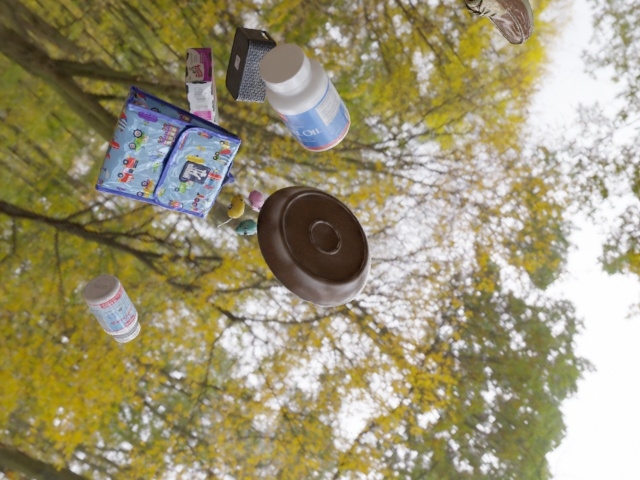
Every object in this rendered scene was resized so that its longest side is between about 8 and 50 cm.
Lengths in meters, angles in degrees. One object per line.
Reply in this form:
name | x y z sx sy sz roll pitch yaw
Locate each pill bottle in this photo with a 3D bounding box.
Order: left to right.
pill bottle | -0.476 0.160 1.706 0.087 0.160 0.087 -9 -138 9
pill bottle | -0.033 -0.279 1.442 0.124 0.221 0.124 -10 -118 19

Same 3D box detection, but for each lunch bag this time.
lunch bag | -0.338 -0.188 1.712 0.221 0.293 0.138 -63 -160 21

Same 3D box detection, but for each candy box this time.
candy box | -0.311 -0.367 1.953 0.071 0.233 0.159 -4 -134 -4

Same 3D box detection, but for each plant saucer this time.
plant saucer | 0.000 0.000 1.707 0.050 0.310 0.311 -38 -155 47

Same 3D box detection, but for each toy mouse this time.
toy mouse | -0.169 -0.066 1.832 0.031 0.143 0.161 15 -109 37

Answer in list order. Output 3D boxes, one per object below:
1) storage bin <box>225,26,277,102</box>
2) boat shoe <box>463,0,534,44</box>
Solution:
storage bin | -0.195 -0.485 2.047 0.122 0.084 0.180 57 -41 47
boat shoe | 0.403 -0.608 1.819 0.120 0.324 0.122 -49 -154 -14
